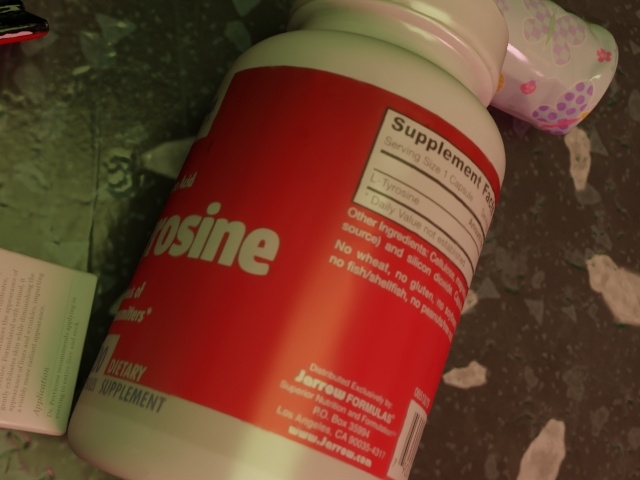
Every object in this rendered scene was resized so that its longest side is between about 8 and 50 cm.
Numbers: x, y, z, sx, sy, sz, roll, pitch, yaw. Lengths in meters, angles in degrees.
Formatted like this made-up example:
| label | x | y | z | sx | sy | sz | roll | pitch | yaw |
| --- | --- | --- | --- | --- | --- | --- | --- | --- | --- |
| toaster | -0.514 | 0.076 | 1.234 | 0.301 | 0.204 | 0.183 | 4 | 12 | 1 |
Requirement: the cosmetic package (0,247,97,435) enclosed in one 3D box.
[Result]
| label | x | y | z | sx | sy | sz | roll | pitch | yaw |
| --- | --- | --- | --- | --- | --- | --- | --- | --- | --- |
| cosmetic package | -0.267 | 0.050 | 0.540 | 0.231 | 0.086 | 0.117 | 23 | 68 | -40 |

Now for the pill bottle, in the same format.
| label | x | y | z | sx | sy | sz | roll | pitch | yaw |
| --- | --- | --- | --- | --- | --- | --- | --- | --- | --- |
| pill bottle | 0.000 | 0.000 | 0.635 | 0.229 | 0.229 | 0.407 | 27 | 71 | -20 |

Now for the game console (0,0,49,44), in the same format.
| label | x | y | z | sx | sy | sz | roll | pitch | yaw |
| --- | --- | --- | --- | --- | --- | --- | --- | --- | --- |
| game console | -0.283 | -0.181 | 0.609 | 0.144 | 0.124 | 0.085 | -18 | 117 | -26 |

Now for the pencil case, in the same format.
| label | x | y | z | sx | sy | sz | roll | pitch | yaw |
| --- | --- | --- | --- | --- | --- | --- | --- | --- | --- |
| pencil case | 0.144 | -0.203 | 0.799 | 0.273 | 0.113 | 0.124 | 26 | 58 | -20 |
